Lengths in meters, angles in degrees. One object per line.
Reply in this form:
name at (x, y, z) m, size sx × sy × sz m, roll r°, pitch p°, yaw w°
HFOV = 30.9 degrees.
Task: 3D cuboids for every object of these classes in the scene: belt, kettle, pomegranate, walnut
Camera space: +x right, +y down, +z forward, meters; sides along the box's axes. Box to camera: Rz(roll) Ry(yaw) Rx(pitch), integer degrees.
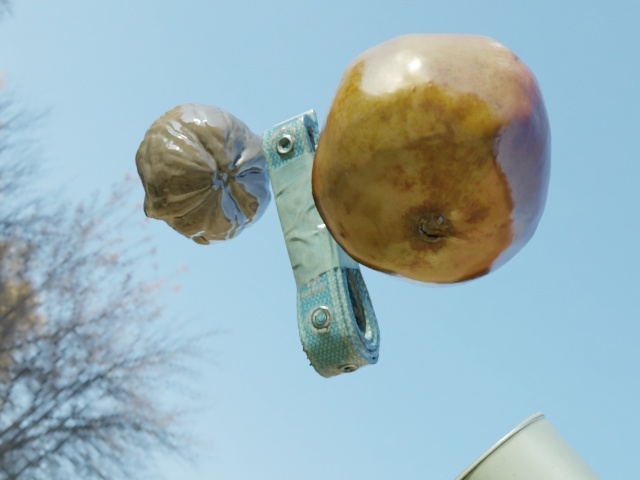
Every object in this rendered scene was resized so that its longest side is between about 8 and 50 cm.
belt at (0.000, 0.000, 1.273) m, size 0.072 × 0.087 × 0.302 m, roll -22°, pitch -111°, yaw 27°
kettle at (0.327, 0.444, 1.659) m, size 0.318 × 0.265 × 0.205 m, roll 51°, pitch -1°, yaw 20°
pomegranate at (0.110, -0.087, 1.153) m, size 0.228 × 0.270 × 0.252 m, roll 8°, pitch -60°, yaw 2°
walnut at (-0.175, -0.097, 1.708) m, size 0.224 × 0.224 × 0.224 m, roll 33°, pitch -31°, yaw 23°
